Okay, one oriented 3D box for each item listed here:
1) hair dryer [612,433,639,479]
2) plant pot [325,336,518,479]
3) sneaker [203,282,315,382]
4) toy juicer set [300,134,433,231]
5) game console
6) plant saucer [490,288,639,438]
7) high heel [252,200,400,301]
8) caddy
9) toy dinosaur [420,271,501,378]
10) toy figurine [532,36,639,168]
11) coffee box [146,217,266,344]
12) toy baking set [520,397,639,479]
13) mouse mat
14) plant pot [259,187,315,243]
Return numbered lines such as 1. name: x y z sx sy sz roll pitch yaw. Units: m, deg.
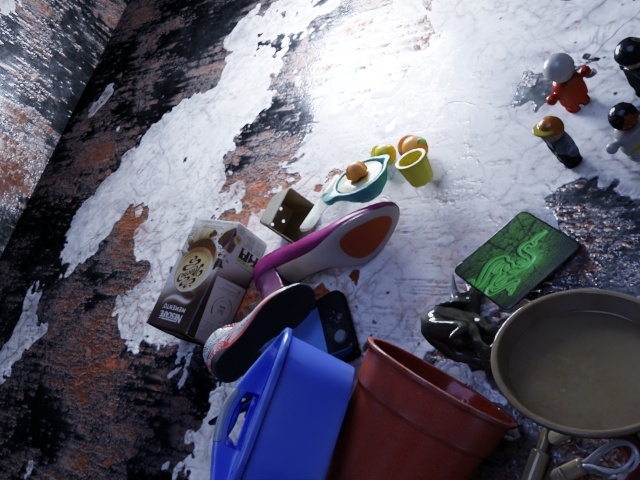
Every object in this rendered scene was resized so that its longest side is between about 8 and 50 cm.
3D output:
1. hair dryer: 0.463 0.310 1.021 0.224 0.080 0.293 0 56 59
2. plant pot: 0.133 0.339 1.137 0.272 0.272 0.265 30 91 47
3. sneaker: -0.139 0.181 1.495 0.270 0.090 0.145 -44 18 -14
4. toy juicer set: 0.094 -0.156 1.574 0.329 0.089 0.209 -22 30 24
5. game console: -0.085 0.233 1.439 0.293 0.173 0.250 -32 46 19
6. plant saucer: 0.396 0.181 1.040 0.278 0.041 0.277 -12 38 9
7. high heel: 0.000 0.000 1.573 0.377 0.127 0.181 -33 35 9
8. caddy: -0.081 0.312 1.139 0.241 0.179 0.341 120 172 -62
9. toy dinosaur: 0.232 0.159 1.203 0.160 0.314 0.120 25 107 24
10. toy figurine: 0.508 -0.251 1.289 0.213 0.148 0.209 0 63 40
11. coffee box: -0.279 0.104 1.729 0.168 0.119 0.297 6 66 42
12. toy baking set: 0.372 0.351 1.028 0.197 0.030 0.256 -10 55 63
13. mouse mat: 0.360 0.033 1.293 0.190 0.007 0.153 -41 43 -7
14. plant pot: -0.083 -0.056 1.691 0.096 0.109 0.109 7 67 56
